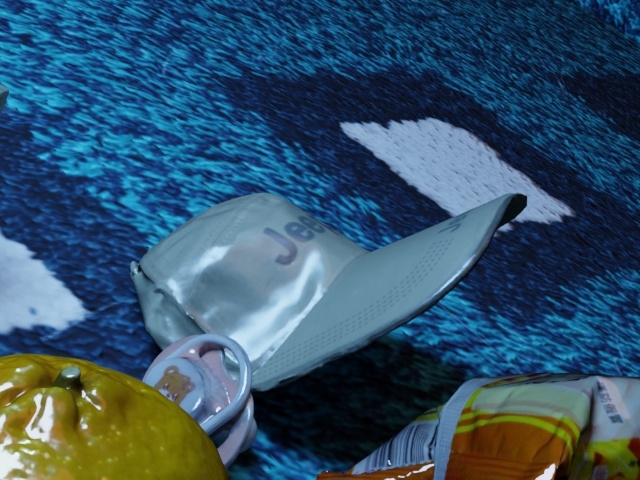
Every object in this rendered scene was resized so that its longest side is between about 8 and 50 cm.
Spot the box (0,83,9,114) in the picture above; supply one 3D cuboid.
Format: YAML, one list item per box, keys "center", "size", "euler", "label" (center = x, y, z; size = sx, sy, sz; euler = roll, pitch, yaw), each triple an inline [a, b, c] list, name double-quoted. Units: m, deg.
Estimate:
- center: [-0.280, -0.022, 0.676]
  size: [0.086, 0.129, 0.225]
  euler: [29, 25, 5]
  label: "box"

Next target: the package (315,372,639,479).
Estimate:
- center: [0.170, 0.130, 0.733]
  size: [0.288, 0.223, 0.108]
  euler: [3, 77, -30]
  label: "package"

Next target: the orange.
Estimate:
- center: [-0.116, 0.130, 0.522]
  size: [0.177, 0.155, 0.178]
  euler: [21, 39, -18]
  label: "orange"

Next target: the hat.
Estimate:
- center: [0.000, 0.000, 0.825]
  size: [0.149, 0.244, 0.214]
  euler: [50, 26, 1]
  label: "hat"

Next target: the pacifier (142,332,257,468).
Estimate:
- center: [-0.062, 0.100, 0.726]
  size: [0.078, 0.081, 0.099]
  euler: [41, 10, -44]
  label: "pacifier"
